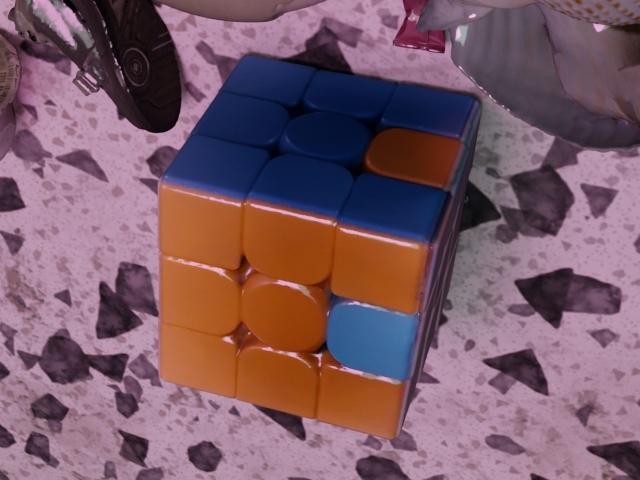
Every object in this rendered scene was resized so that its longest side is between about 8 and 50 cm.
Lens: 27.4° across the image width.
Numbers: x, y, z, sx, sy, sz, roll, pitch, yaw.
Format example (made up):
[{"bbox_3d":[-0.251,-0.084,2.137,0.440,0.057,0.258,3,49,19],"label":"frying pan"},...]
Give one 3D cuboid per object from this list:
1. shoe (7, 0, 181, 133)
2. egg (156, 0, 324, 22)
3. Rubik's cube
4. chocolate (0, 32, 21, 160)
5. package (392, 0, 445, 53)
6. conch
[{"bbox_3d":[-0.280,-0.246,1.519,0.149,0.109,0.293,-10,118,30],"label":"shoe"},{"bbox_3d":[-0.076,-0.345,1.256,0.336,0.278,0.278,24,130,6],"label":"egg"},{"bbox_3d":[0.000,0.000,1.475,0.292,0.290,0.291,13,128,9],"label":"Rubik's cube"},{"bbox_3d":[-0.458,-0.153,1.618,0.221,0.221,0.147,15,148,9],"label":"chocolate"},{"bbox_3d":[0.110,-0.246,1.423,0.059,0.029,0.083,8,119,10],"label":"package"},{"bbox_3d":[0.264,-0.248,1.253,0.303,0.215,0.319,57,155,-17],"label":"conch"}]
